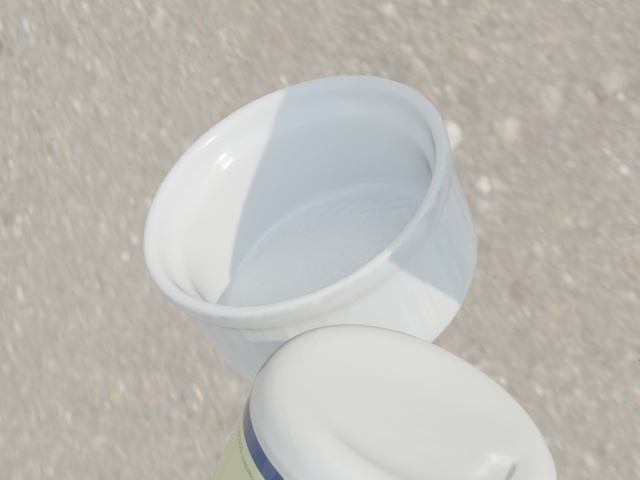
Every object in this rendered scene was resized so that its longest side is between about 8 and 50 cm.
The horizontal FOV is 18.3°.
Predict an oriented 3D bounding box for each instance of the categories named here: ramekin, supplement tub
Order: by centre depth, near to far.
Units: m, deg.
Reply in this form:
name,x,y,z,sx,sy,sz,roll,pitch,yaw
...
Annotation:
name,x,y,z,sx,sy,sz,roll,pitch,yaw
supplement tub,0.010,0.252,1.480,0.235,0.235,0.325,15,120,-19
ramekin,0.000,0.000,1.694,0.277,0.277,0.135,-30,131,-1

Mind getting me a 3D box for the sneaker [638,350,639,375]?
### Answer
name,x,y,z,sx,sy,sz,roll,pitch,yaw
sneaker,0.431,0.076,1.836,0.293,0.146,0.102,-43,158,23
